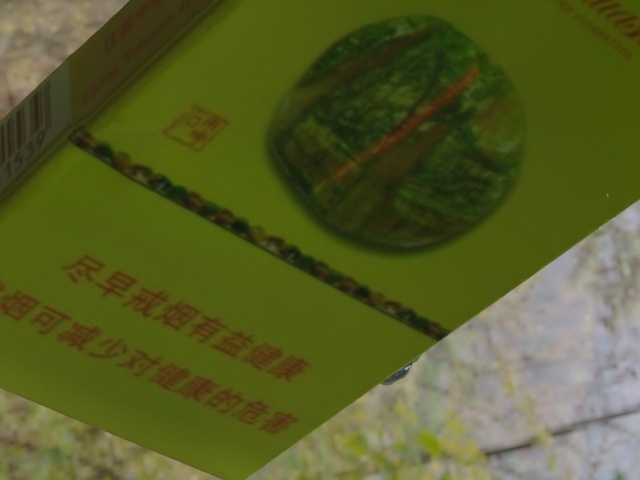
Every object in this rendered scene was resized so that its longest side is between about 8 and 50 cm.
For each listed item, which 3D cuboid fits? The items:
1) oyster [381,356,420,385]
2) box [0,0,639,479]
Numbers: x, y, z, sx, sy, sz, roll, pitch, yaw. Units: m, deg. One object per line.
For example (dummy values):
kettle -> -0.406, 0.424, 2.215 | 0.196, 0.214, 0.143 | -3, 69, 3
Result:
oyster -> 0.001, -0.003, 0.855 | 0.252, 0.199, 0.087 | 148, -42, -69
box -> 0.014, -0.037, 0.592 | 0.187, 0.335, 0.047 | 29, 36, -36
